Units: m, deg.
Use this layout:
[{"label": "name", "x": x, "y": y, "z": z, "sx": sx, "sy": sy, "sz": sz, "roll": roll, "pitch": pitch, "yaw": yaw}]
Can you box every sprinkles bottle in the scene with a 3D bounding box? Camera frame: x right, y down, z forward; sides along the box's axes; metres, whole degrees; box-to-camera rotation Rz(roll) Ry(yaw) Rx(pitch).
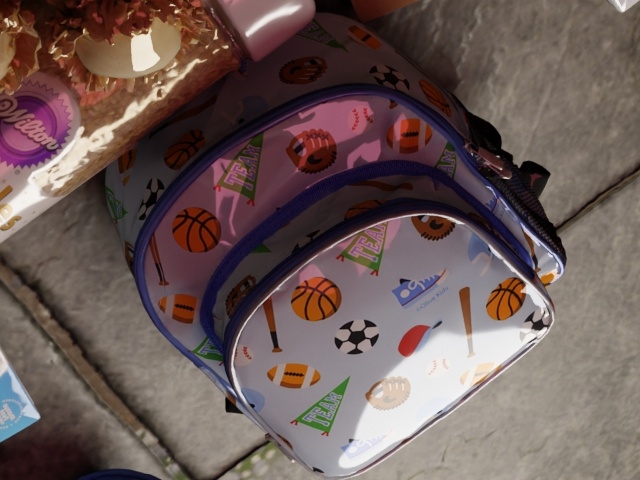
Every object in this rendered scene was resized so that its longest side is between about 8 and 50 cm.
[{"label": "sprinkles bottle", "x": -0.176, "y": -0.074, "z": 1.116, "sx": 0.355, "sy": 0.121, "sz": 0.121, "roll": -36, "pitch": 133, "yaw": -2}]

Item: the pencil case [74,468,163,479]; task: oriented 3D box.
[{"label": "pencil case", "x": -0.119, "y": 0.304, "z": 1.424, "sx": 0.133, "sy": 0.119, "sz": 0.306, "roll": -44, "pitch": 137, "yaw": -28}]

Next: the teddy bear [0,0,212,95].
[{"label": "teddy bear", "x": -0.154, "y": -0.227, "z": 0.987, "sx": 0.245, "sy": 0.113, "sz": 0.338, "roll": -19, "pitch": 111, "yaw": 8}]

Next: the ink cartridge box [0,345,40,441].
[{"label": "ink cartridge box", "x": -0.280, "y": 0.109, "z": 1.227, "sx": 0.180, "sy": 0.060, "sz": 0.104, "roll": -30, "pitch": 133, "yaw": -9}]

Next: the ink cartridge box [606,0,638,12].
[{"label": "ink cartridge box", "x": 0.234, "y": -0.291, "z": 1.255, "sx": 0.223, "sy": 0.045, "sz": 0.224, "roll": -38, "pitch": 133, "yaw": -1}]

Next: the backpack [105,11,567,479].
[{"label": "backpack", "x": 0.000, "y": 0.000, "z": 1.229, "sx": 0.276, "sy": 0.213, "sz": 0.263, "roll": -41, "pitch": 123, "yaw": 5}]

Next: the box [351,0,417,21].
[{"label": "box", "x": 0.090, "y": -0.233, "z": 1.189, "sx": 0.201, "sy": 0.021, "sz": 0.164, "roll": -21, "pitch": 130, "yaw": 6}]
